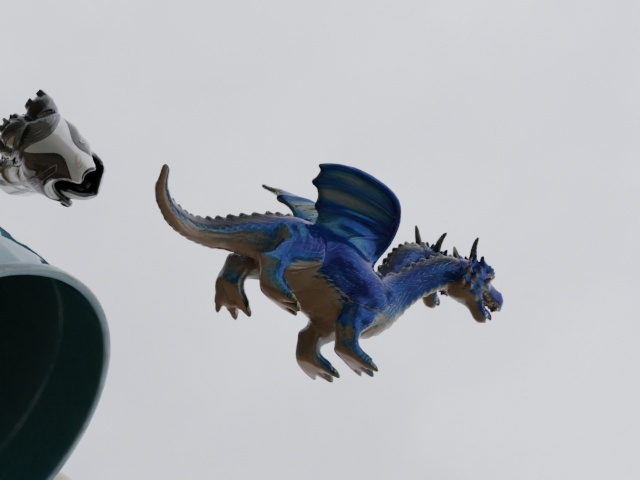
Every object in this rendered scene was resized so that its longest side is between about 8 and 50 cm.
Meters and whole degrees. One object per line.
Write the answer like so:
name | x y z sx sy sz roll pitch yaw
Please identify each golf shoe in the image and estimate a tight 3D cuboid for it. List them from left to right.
golf shoe | -0.238 -0.059 1.581 0.094 0.077 0.198 42 -12 2

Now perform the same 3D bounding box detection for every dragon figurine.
dragon figurine | 0.000 0.000 1.239 0.289 0.144 0.085 37 -30 -24

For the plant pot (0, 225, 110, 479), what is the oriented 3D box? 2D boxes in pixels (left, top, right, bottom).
plant pot | -0.330 0.063 1.232 0.255 0.271 0.271 39 -54 30

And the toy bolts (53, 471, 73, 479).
toy bolts | -0.343 0.263 1.620 0.218 0.228 0.158 39 -36 0
